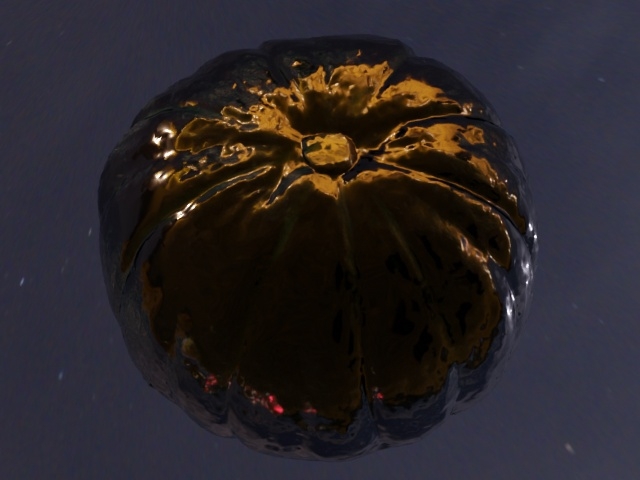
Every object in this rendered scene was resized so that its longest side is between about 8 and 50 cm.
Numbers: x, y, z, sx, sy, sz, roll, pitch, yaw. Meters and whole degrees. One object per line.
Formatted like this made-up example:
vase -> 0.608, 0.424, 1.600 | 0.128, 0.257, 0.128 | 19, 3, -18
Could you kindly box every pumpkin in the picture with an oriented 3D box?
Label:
pumpkin -> 0.000, 0.000, 1.276 | 0.363, 0.363, 0.266 | -9, -35, -3
